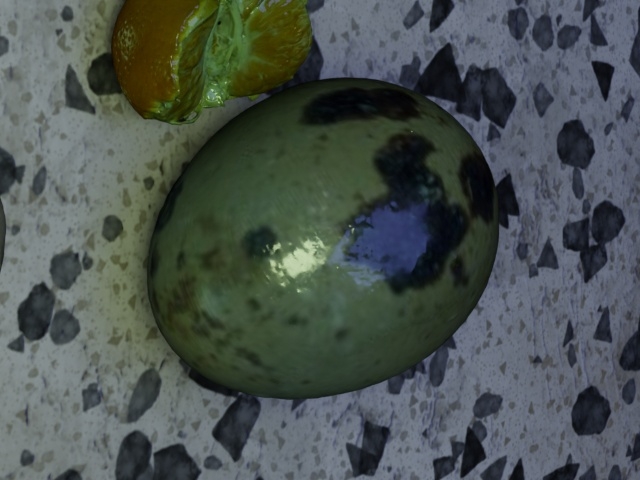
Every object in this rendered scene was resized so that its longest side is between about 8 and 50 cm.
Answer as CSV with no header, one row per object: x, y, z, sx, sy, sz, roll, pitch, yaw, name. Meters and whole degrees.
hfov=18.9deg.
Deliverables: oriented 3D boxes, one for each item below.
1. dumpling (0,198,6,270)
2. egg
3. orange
-0.367,-0.014,1.862,0.204,0.163,0.293,-2,83,-44,dumpling
0.000,0.000,2.137,0.428,0.345,0.345,-23,112,-29,egg
-0.130,-0.231,2.090,0.237,0.158,0.179,-28,152,-38,orange
